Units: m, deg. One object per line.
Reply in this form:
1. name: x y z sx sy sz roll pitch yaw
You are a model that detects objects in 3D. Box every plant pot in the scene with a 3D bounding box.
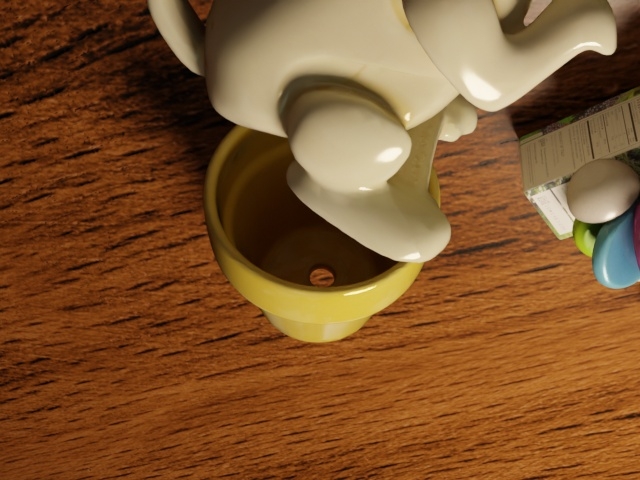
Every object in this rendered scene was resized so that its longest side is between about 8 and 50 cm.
1. plant pot: 0.000 0.000 1.071 0.254 0.253 0.239 6 152 3

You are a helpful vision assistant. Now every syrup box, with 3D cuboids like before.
1. syrup box: 0.346 -0.099 1.001 0.237 0.096 0.093 -24 129 29

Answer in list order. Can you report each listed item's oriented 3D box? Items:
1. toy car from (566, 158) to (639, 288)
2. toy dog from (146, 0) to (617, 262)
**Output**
1. toy car: 0.346 -0.010 0.925 0.182 0.136 0.159 -21 132 28
2. toy dog: 0.072 -0.259 0.792 0.395 0.284 0.408 31 133 3
